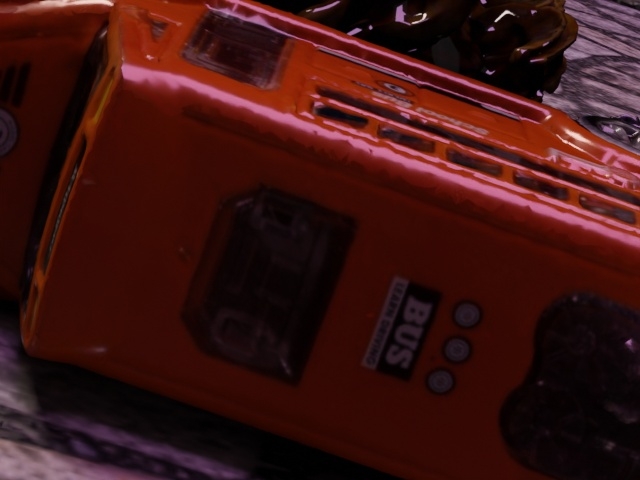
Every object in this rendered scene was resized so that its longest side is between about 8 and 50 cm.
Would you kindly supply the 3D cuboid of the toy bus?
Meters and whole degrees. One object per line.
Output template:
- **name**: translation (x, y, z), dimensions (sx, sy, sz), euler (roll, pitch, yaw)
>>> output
- **toy bus**: translation (0.000, 0.000, 0.608), dimensions (0.329, 0.143, 0.153), euler (20, 17, -3)

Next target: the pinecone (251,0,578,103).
- **pinecone**: translation (-0.005, -0.107, 0.767), dimensions (0.243, 0.257, 0.243), euler (-1, 51, 1)
